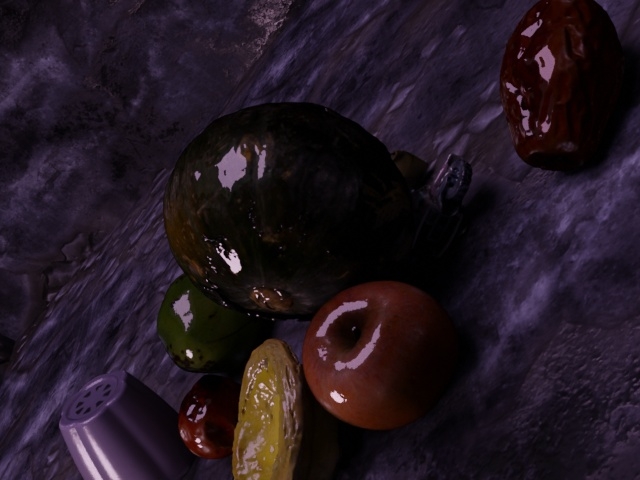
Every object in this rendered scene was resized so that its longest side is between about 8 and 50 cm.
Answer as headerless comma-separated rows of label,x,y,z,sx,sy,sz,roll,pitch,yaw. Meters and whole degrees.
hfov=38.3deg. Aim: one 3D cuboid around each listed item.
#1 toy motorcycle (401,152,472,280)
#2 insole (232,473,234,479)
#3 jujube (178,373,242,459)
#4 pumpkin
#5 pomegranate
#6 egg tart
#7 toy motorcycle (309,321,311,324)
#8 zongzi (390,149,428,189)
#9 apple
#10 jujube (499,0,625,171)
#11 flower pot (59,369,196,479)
toy motorcycle,0.196,-0.066,1.721,0.239,0.108,0.204,-49,25,17
insole,-0.170,0.520,1.829,0.086,0.005,0.253,-30,36,44
jujube,-0.225,0.360,1.948,0.168,0.168,0.236,-55,21,5
pumpkin,-0.056,-0.036,1.622,0.454,0.454,0.344,-33,45,42
pomegranate,-0.261,0.195,2.127,0.270,0.254,0.254,-53,22,37
egg tart,-0.060,0.343,1.615,0.345,0.132,0.346,-173,90,-68
toy motorcycle,0.023,0.194,1.769,0.112,0.112,0.254,-38,32,37
zongzi,0.115,-0.086,1.934,0.205,0.094,0.205,7,75,68
apple,0.102,0.186,1.482,0.253,0.253,0.254,-43,28,29
jujube,0.393,-0.260,1.501,0.197,0.197,0.290,-15,62,56
flower pot,-0.446,0.439,2.063,0.265,0.243,0.265,-26,27,14
